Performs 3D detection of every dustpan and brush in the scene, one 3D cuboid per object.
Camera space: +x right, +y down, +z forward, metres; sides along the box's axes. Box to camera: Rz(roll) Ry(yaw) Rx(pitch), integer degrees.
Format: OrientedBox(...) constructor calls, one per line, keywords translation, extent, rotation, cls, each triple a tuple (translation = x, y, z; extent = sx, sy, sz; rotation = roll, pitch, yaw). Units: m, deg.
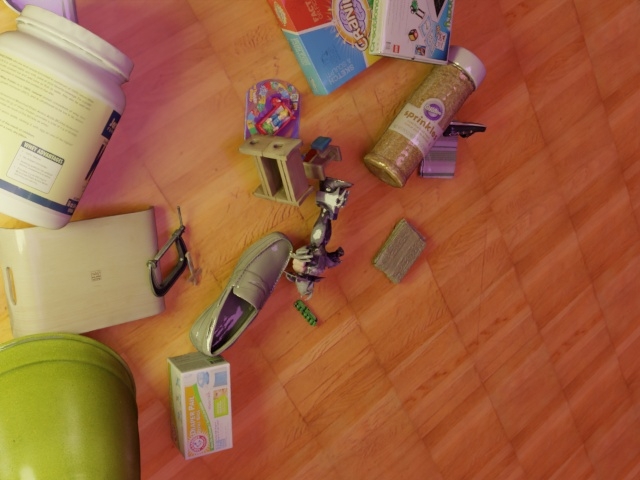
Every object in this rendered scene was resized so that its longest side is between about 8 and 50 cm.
OrientedBox(translation=(-0.538, -0.446, 1.185), extent=(0.211, 0.060, 0.147), rotation=(-13, 107, -27), cls="dustpan and brush")

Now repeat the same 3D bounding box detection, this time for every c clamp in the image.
OrientedBox(translation=(-0.315, 0.031, 1.394), extent=(0.137, 0.022, 0.161), rotation=(80, 25, -42), cls="c clamp")

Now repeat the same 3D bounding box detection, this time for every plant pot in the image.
OrientedBox(translation=(-0.467, 0.413, 1.190), extent=(0.366, 0.353, 0.367), rotation=(-14, 123, -23), cls="plant pot")

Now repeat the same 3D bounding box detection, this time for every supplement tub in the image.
OrientedBox(translation=(-0.483, -0.207, 1.166), extent=(0.235, 0.235, 0.325), rotation=(27, 87, -31), cls="supplement tub")

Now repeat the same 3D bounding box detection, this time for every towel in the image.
OrientedBox(translation=(0.301, -0.235, 1.731), extent=(0.113, 0.023, 0.152), rotation=(-2, 99, -31), cls="towel")
OrientedBox(translation=(0.203, 0.028, 1.726), extent=(0.110, 0.027, 0.148), rotation=(40, 79, -31), cls="towel")

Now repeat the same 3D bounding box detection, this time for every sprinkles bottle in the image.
OrientedBox(translation=(0.250, -0.295, 1.623), extent=(0.121, 0.121, 0.355), rotation=(41, 82, -30), cls="sprinkles bottle")

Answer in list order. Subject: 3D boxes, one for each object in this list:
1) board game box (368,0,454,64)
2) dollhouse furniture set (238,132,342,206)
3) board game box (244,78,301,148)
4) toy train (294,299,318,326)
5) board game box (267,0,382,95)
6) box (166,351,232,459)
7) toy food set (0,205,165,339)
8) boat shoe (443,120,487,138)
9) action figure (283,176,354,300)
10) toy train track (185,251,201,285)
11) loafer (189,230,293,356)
OrientedBox(translation=(0.214, -0.558, 1.514), extent=(0.192, 0.053, 0.306), rotation=(0, 101, -30), cls="board game box")
OrientedBox(translation=(-0.063, -0.187, 1.472), extent=(0.184, 0.128, 0.129), rotation=(-50, 141, -37), cls="dollhouse furniture set")
OrientedBox(translation=(-0.098, -0.268, 1.488), extent=(0.133, 0.033, 0.169), rotation=(-1, 101, -30), cls="board game box")
OrientedBox(translation=(-0.033, 0.174, 1.629), extent=(0.024, 0.017, 0.083), rotation=(-51, 120, -23), cls="toy train")
OrientedBox(translation=(0.067, -0.508, 1.511), extent=(0.316, 0.064, 0.242), rotation=(-38, 116, -18), cls="board game box")
OrientedBox(translation=(-0.264, 0.357, 1.486), extent=(0.114, 0.103, 0.203), rotation=(-8, 104, -28), cls="box")
OrientedBox(translation=(-0.457, 0.059, 1.335), extent=(0.306, 0.092, 0.220), rotation=(-12, 106, -36), cls="toy food set")
OrientedBox(translation=(0.365, -0.281, 1.721), extent=(0.133, 0.049, 0.042), rotation=(-4, 106, -28), cls="boat shoe")
OrientedBox(translation=(0.000, 0.000, 1.537), extent=(0.099, 0.185, 0.285), rotation=(16, 92, 14), cls="action figure")
OrientedBox(translation=(-0.280, 0.060, 1.460), extent=(0.048, 0.014, 0.083), rotation=(-46, 139, -45), cls="toy train track")
OrientedBox(translation=(-0.160, 0.121, 1.490), extent=(0.112, 0.111, 0.319), rotation=(40, 80, -30), cls="loafer")
